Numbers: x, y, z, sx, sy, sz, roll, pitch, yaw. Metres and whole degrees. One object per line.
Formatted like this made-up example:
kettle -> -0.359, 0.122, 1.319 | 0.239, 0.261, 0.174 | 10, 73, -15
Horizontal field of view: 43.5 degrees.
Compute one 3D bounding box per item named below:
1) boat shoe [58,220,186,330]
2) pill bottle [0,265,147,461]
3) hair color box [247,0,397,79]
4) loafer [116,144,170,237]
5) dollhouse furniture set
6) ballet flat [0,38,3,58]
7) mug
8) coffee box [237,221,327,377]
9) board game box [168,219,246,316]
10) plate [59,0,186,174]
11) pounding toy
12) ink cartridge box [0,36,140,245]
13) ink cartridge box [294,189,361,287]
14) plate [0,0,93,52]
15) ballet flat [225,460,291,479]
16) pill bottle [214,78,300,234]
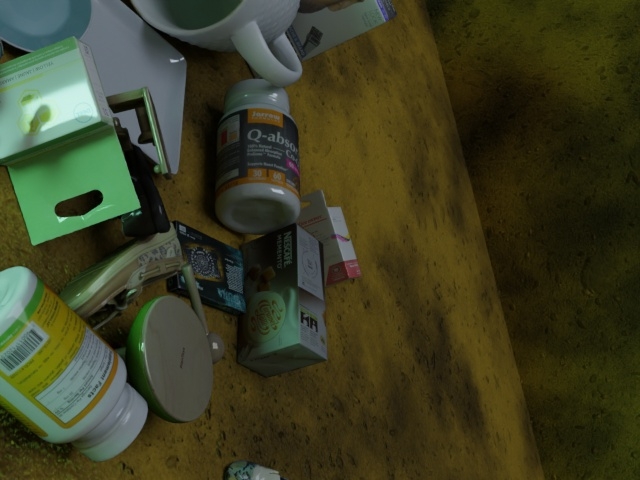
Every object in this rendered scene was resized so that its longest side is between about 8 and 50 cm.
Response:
boat shoe -> -0.277, 0.055, 1.180 | 0.089, 0.104, 0.285 | 62, 27, -10
pill bottle -> -0.327, 0.160, 0.981 | 0.246, 0.136, 0.136 | 53, 31, -30
hair color box -> -0.027, -0.500, 1.753 | 0.185, 0.338, 0.110 | 63, 27, -14
loafer -> -0.292, -0.077, 1.223 | 0.220, 0.078, 0.080 | -127, -160, -53
dollhouse furniture set -> -0.299, -0.127, 1.155 | 0.144, 0.151, 0.123 | 135, -60, -83
ballet flat -> -0.481, -0.304, 1.119 | 0.114, 0.041, 0.041 | 57, 30, -26
mug -> -0.155, -0.459, 1.543 | 0.374, 0.276, 0.328 | 60, 17, 7
coffee box -> -0.070, 0.110, 1.487 | 0.098, 0.141, 0.247 | 37, 42, -46
board game box -> -0.199, 0.052, 1.412 | 0.186, 0.026, 0.126 | 30, 47, -52
plate -> -0.338, -0.279, 1.354 | 0.277, 0.045, 0.278 | 37, 42, -46
pounding toy -> -0.242, 0.167, 1.181 | 0.237, 0.110, 0.183 | -65, 137, -62
ink cartridge box -> -0.359, -0.130, 1.076 | 0.056, 0.171, 0.235 | 10, 61, -82
ink cartridge box -> 0.000, 0.000, 1.717 | 0.067, 0.115, 0.198 | -6, 78, -61
plate -> -0.435, -0.365, 1.202 | 0.188, 0.024, 0.188 | 10, 73, -35
ballet flat -> -0.081, 0.412, 1.350 | 0.188, 0.070, 0.070 | 40, 39, -44
pill bottle -> -0.122, -0.164, 1.550 | 0.162, 0.162, 0.279 | 35, 43, -48
